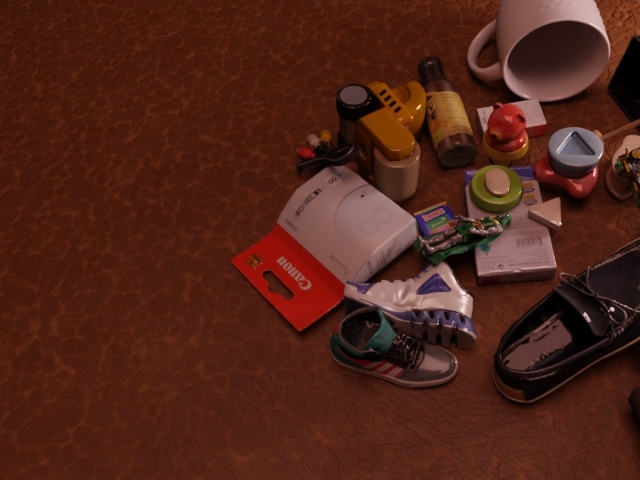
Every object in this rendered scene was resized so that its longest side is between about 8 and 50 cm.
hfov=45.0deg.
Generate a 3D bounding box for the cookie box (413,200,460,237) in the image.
[{"bbox_3d":[0.297,-0.035,1.941,0.091,0.040,0.107,-22,56,-4],"label":"cookie box"}]

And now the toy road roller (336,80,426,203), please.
[{"bbox_3d":[0.196,-0.283,2.022,0.240,0.203,0.330,-24,56,-14],"label":"toy road roller"}]

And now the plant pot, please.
[{"bbox_3d":[0.899,-0.420,2.021,0.166,0.187,0.188,-14,56,-16],"label":"plant pot"}]

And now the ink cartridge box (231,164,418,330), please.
[{"bbox_3d":[0.000,0.000,1.916,0.385,0.091,0.308,-37,53,-16],"label":"ink cartridge box"}]

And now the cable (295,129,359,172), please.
[{"bbox_3d":[0.002,-0.230,2.018,0.139,0.072,0.287,-38,17,-5],"label":"cable"}]

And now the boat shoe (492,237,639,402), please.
[{"bbox_3d":[0.573,0.155,1.648,0.500,0.156,0.187,-37,53,1],"label":"boat shoe"}]

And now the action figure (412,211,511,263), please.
[{"bbox_3d":[0.348,-0.019,1.835,0.232,0.064,0.137,-19,30,-9],"label":"action figure"}]

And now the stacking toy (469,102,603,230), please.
[{"bbox_3d":[0.518,-0.195,1.886,0.308,0.130,0.280,21,59,20],"label":"stacking toy"}]

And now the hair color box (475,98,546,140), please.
[{"bbox_3d":[0.511,-0.319,2.082,0.167,0.053,0.093,-9,58,2],"label":"hair color box"}]

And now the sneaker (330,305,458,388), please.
[{"bbox_3d":[0.158,0.229,1.712,0.295,0.178,0.124,8,59,13],"label":"sneaker"}]

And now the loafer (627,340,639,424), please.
[{"bbox_3d":[0.702,0.357,1.594,0.130,0.134,0.366,2,53,23],"label":"loafer"}]

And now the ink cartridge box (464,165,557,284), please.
[{"bbox_3d":[0.460,-0.043,1.909,0.185,0.065,0.311,-5,59,6],"label":"ink cartridge box"}]

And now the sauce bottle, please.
[{"bbox_3d":[0.334,-0.357,2.102,0.111,0.111,0.345,-11,55,2],"label":"sauce bottle"}]

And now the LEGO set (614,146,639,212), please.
[{"bbox_3d":[0.863,-0.150,1.762,0.331,0.192,0.255,-11,87,0],"label":"LEGO set"}]

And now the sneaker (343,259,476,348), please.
[{"bbox_3d":[0.220,0.130,1.811,0.315,0.127,0.182,13,56,10],"label":"sneaker"}]

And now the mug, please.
[{"bbox_3d":[0.575,-0.572,2.131,0.374,0.276,0.328,-25,45,30],"label":"mug"}]

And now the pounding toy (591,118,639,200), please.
[{"bbox_3d":[0.795,-0.196,1.897,0.269,0.155,0.154,9,58,11],"label":"pounding toy"}]
